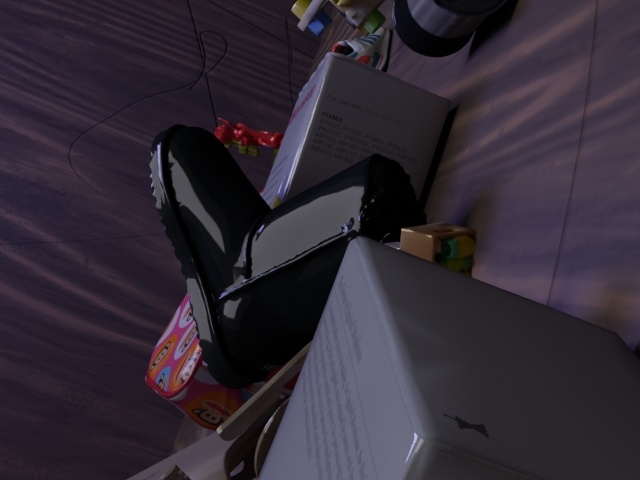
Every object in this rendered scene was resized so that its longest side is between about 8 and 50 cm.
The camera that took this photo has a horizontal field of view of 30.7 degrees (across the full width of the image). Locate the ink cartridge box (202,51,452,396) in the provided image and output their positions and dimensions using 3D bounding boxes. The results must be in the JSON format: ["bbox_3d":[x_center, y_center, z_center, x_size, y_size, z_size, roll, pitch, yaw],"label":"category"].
[{"bbox_3d":[0.000,0.000,1.138,0.226,0.131,0.306,157,134,-79],"label":"ink cartridge box"}]

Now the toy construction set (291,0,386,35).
[{"bbox_3d":[0.081,-0.354,1.421,0.215,0.151,0.327,-46,13,-8],"label":"toy construction set"}]

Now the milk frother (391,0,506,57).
[{"bbox_3d":[0.100,-0.254,1.048,0.129,0.143,0.135,-64,4,-10],"label":"milk frother"}]

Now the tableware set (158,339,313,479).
[{"bbox_3d":[-0.035,0.158,0.680,0.194,0.128,0.039,-43,49,-9],"label":"tableware set"}]

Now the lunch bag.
[{"bbox_3d":[-0.089,0.073,1.364,0.293,0.120,0.258,-58,18,-8],"label":"lunch bag"}]

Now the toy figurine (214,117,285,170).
[{"bbox_3d":[-0.088,-0.039,1.706,0.362,0.191,0.217,-175,100,-83],"label":"toy figurine"}]

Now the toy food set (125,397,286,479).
[{"bbox_3d":[-0.128,0.246,1.020,0.219,0.092,0.306,-29,-1,9],"label":"toy food set"}]

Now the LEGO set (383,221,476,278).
[{"bbox_3d":[0.036,0.136,0.609,0.287,0.132,0.107,-56,21,2],"label":"LEGO set"}]

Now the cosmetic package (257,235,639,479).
[{"bbox_3d":[0.041,0.144,0.433,0.224,0.138,0.225,-101,31,-75],"label":"cosmetic package"}]

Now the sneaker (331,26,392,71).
[{"bbox_3d":[0.056,-0.275,1.669,0.161,0.075,0.057,-82,14,-56],"label":"sneaker"}]

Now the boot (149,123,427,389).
[{"bbox_3d":[-0.021,-0.022,0.950,0.207,0.094,0.246,-28,66,27],"label":"boot"}]
